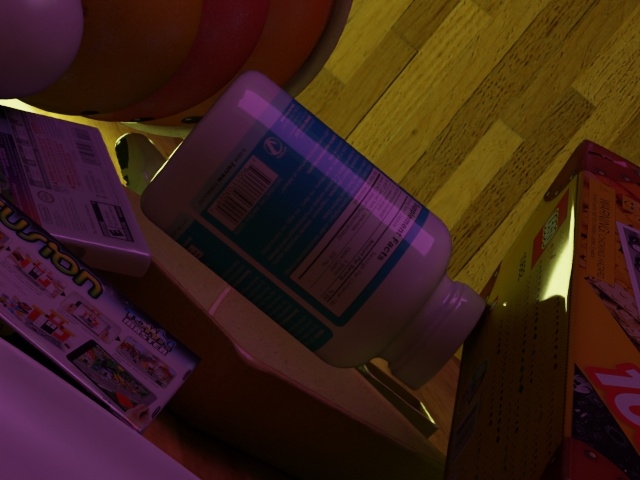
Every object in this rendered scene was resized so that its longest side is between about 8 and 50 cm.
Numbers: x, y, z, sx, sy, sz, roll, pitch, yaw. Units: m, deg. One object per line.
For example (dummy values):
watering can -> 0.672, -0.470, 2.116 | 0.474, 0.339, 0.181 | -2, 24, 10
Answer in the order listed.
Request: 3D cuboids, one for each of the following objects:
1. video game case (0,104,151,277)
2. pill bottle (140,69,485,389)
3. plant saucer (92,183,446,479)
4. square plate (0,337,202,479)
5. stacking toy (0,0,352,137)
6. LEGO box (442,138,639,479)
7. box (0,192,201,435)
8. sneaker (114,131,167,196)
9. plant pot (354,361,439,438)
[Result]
video game case -> -0.225, -0.047, 1.405 | 0.183, 0.023, 0.201 | 13, 25, -24
pill bottle -> 0.000, 0.000, 1.558 | 0.264, 0.146, 0.146 | 40, 4, -5
plant saucer -> -0.082, 0.077, 1.566 | 0.333, 0.081, 0.333 | 43, 5, 39
square plate -> -0.101, 0.144, 0.896 | 0.347, 0.049, 0.344 | 37, 5, -26
stacking toy -> -0.196, -0.211, 1.628 | 0.350, 0.350, 0.480 | 40, 24, 4
LEGO box -> 0.289, 0.184, 1.391 | 0.372, 0.193, 0.500 | 27, 27, -6
box -> -0.176, 0.039, 1.193 | 0.207, 0.036, 0.114 | 40, 25, 0
sneaker -> -0.074, -0.025, 1.832 | 0.235, 0.153, 0.094 | 57, -2, -3
plant pot -> 0.040, 0.159, 1.733 | 0.081, 0.083, 0.081 | 38, 5, -13
